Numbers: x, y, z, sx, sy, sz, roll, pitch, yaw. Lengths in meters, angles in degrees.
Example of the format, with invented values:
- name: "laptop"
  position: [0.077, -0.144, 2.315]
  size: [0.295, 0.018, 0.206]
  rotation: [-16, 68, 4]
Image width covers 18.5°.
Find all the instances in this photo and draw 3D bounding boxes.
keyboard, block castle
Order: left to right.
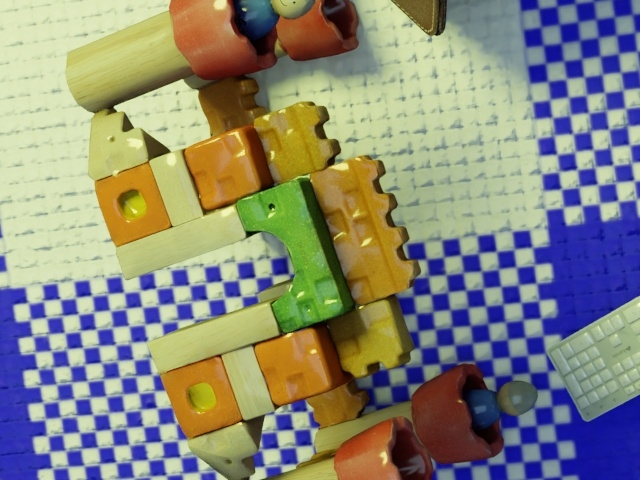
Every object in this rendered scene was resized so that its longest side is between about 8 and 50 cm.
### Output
- name: "block castle"
  position: [0.000, 0.000, 1.589]
  size: [0.213, 0.303, 0.453]
  rotation: [-19, 92, 21]
- name: "keyboard"
  position: [0.299, 0.068, 1.626]
  size: [0.256, 0.014, 0.072]
  rotation: [-34, 86, 36]

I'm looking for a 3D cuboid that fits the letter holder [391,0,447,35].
- name: "letter holder"
  position: [0.062, -0.344, 1.593]
  size: [0.152, 0.214, 0.302]
  rotation: [-32, 65, -17]
